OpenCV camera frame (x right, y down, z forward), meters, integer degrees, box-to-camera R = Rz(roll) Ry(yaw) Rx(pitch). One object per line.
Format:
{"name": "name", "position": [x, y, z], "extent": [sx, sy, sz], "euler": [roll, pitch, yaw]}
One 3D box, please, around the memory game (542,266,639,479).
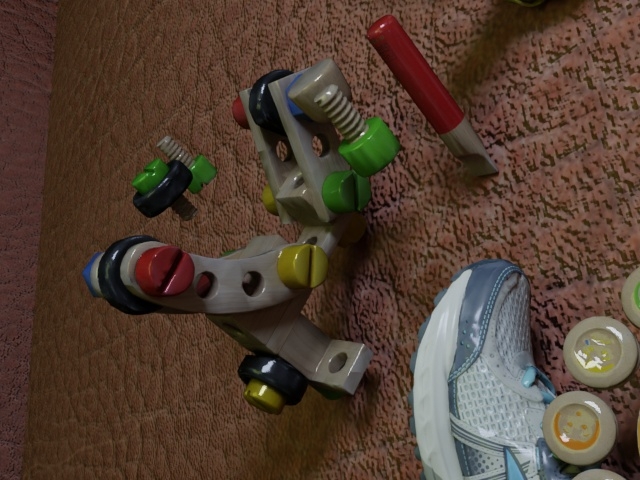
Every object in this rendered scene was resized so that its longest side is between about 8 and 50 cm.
{"name": "memory game", "position": [0.189, 0.088, 0.333], "extent": [0.186, 0.012, 0.186], "euler": [-12, 67, 31]}

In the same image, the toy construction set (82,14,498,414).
{"name": "toy construction set", "position": [0.000, 0.000, 0.612], "extent": [0.309, 0.237, 0.257], "euler": [-27, 27, 33]}

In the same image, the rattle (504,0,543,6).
{"name": "rattle", "position": [0.136, -0.257, 0.473], "extent": [0.199, 0.143, 0.130], "euler": [-48, 24, 49]}

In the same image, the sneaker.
{"name": "sneaker", "position": [0.129, 0.147, 0.422], "extent": [0.122, 0.110, 0.283], "euler": [-12, 72, 38]}
